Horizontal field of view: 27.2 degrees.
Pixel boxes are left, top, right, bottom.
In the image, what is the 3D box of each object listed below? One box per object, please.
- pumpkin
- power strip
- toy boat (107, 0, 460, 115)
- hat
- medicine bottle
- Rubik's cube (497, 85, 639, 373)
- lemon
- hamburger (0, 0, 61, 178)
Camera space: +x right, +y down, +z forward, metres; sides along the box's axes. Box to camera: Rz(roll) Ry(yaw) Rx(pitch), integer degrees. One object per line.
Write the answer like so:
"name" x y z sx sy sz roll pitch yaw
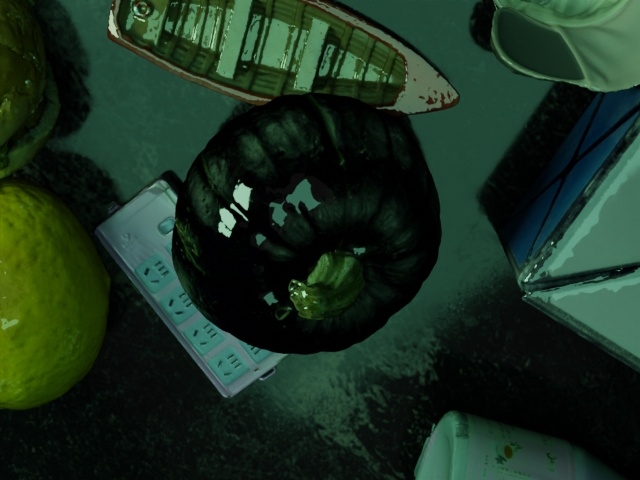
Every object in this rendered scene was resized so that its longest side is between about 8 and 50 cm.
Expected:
"pumpkin" 0.000 0.000 1.393 0.296 0.296 0.295 0 102 1
"power strip" -0.144 0.056 1.542 0.109 0.037 0.279 -36 99 9
"toy boat" -0.037 -0.212 1.459 0.392 0.079 0.136 16 100 -1
"hat" 0.283 -0.277 1.358 0.161 0.275 0.232 8 131 -41
"medicine bottle" 0.252 0.343 1.494 0.290 0.245 0.245 15 102 -4
"Rubik's cube" 0.366 -0.009 1.407 0.255 0.259 0.260 34 105 -4
"lemon" -0.349 0.055 1.454 0.234 0.233 0.288 -15 113 5
"hamburger" -0.420 -0.191 1.390 0.285 0.265 0.134 -4 141 -16
